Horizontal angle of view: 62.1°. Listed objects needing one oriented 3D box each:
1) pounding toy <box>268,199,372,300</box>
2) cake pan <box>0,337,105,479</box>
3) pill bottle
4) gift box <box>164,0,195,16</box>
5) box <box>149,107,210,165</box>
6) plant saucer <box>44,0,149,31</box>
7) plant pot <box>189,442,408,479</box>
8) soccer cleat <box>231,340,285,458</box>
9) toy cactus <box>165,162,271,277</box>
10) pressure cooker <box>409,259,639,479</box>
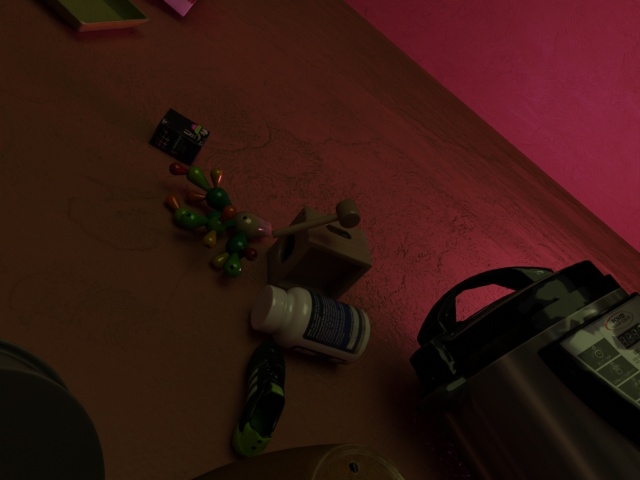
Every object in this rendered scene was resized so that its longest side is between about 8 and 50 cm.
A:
[{"bbox_3d":[-0.005,-0.007,0.872,0.181,0.206,0.094,22,39,-27],"label":"pounding toy"},{"bbox_3d":[-0.264,0.209,0.354,0.293,0.054,0.292,-8,99,-62],"label":"cake pan"},{"bbox_3d":[-0.016,0.126,0.815,0.170,0.094,0.094,23,39,-27],"label":"pill bottle"},{"bbox_3d":[-0.356,-0.736,1.274,0.276,0.258,0.255,39,34,-19],"label":"gift box"},{"bbox_3d":[-0.253,-0.187,0.960,0.083,0.052,0.062,30,35,-16],"label":"box"},{"bbox_3d":[-0.479,-0.486,1.071,0.188,0.045,0.188,43,34,2],"label":"plant saucer"},{"bbox_3d":[-0.032,0.290,0.481,0.237,0.254,0.237,25,38,-21],"label":"plant pot"},{"bbox_3d":[-0.069,0.199,0.702,0.060,0.072,0.178,31,36,-16],"label":"soccer cleat"},{"bbox_3d":[-0.150,-0.038,0.873,0.181,0.112,0.219,8,37,-53],"label":"toy cactus"},{"bbox_3d":[0.357,0.232,0.838,0.420,0.376,0.370,59,13,23],"label":"pressure cooker"}]
